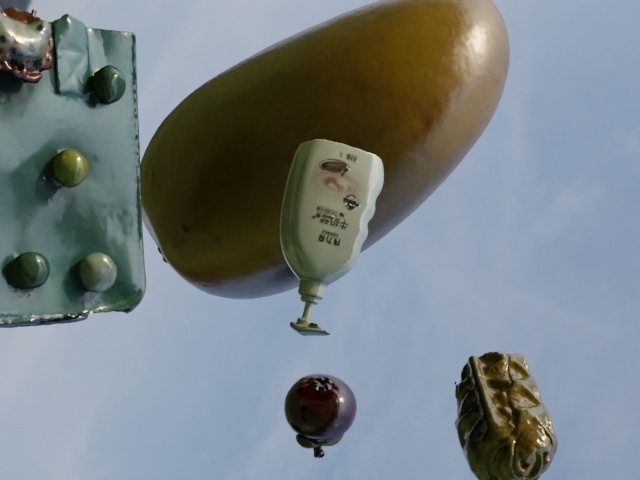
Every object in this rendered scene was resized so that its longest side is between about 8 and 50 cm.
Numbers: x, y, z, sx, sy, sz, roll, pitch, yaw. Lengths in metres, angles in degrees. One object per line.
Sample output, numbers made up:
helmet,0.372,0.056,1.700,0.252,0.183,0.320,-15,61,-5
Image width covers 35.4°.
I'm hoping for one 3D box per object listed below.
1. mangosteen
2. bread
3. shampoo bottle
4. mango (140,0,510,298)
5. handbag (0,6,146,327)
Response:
mangosteen,-0.001,0.183,1.087,0.081,0.081,0.081,-33,-136,39
bread,0.128,0.130,0.705,0.066,0.060,0.110,-25,-152,11
shampoo bottle,0.000,0.000,0.791,0.045,0.077,0.152,167,-61,-71
mango,0.000,-0.103,1.052,0.445,0.232,0.300,-30,-159,22
handbag,-0.270,-0.059,0.834,0.100,0.268,0.274,1,-89,50
